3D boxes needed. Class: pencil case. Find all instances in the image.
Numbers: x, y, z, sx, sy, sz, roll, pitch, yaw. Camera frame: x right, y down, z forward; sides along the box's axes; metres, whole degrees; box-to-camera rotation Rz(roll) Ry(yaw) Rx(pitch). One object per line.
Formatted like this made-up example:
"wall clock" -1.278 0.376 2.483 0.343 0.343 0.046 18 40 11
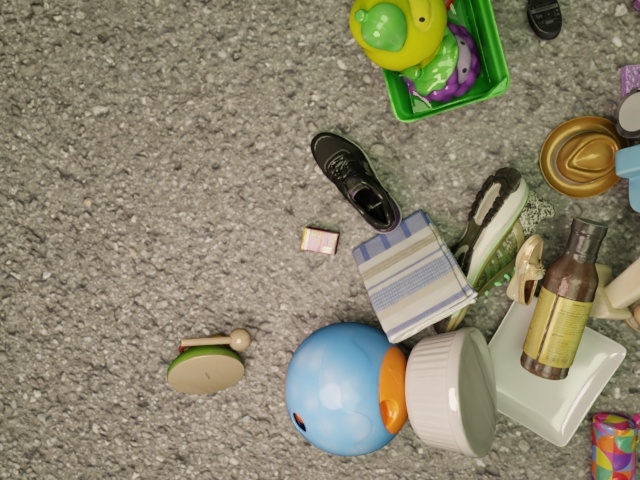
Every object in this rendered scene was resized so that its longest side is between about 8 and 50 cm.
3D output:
"pencil case" 0.675 0.512 1.409 0.104 0.104 0.237 1 98 7

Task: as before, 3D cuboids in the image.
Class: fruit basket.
"fruit basket" 0.204 -0.435 1.227 0.282 0.392 0.393 -15 94 8

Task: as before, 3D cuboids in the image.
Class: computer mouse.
"computer mouse" 0.471 -0.553 1.350 0.071 0.041 0.242 -13 88 -1

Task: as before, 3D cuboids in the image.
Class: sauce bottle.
"sauce bottle" 0.524 0.124 1.313 0.111 0.111 0.345 15 106 5

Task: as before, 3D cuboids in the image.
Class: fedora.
"fedora" 0.585 -0.182 1.351 0.194 0.079 0.195 1 96 7

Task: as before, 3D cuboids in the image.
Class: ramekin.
"ramekin" 0.280 0.322 1.323 0.127 0.272 0.273 -8 96 31

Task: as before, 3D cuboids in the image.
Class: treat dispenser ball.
"treat dispenser ball" 0.062 0.325 1.364 0.287 0.288 0.289 1 96 7

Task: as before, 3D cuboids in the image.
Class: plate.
"plate" 0.511 0.294 1.430 0.277 0.045 0.277 30 98 3

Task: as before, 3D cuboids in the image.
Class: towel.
"towel" 0.197 0.073 1.358 0.209 0.285 0.034 -31 135 10

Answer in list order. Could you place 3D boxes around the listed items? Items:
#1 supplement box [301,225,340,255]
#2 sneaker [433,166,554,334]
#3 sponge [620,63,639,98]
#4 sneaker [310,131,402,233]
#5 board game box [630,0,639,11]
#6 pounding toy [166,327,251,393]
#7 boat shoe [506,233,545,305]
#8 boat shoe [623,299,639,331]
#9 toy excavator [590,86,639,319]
"supplement box" 0.000 0.000 1.459 0.083 0.043 0.055 11 97 6
"sneaker" 0.391 0.054 1.380 0.181 0.158 0.411 23 104 -14
"sponge" 0.766 -0.330 1.338 0.209 0.031 0.117 -4 95 7
"sneaker" 0.080 -0.140 1.385 0.107 0.124 0.283 -42 83 10
"board game box" 0.855 -0.477 1.274 0.346 0.056 0.208 38 95 3
"pounding toy" -0.274 0.264 1.482 0.182 0.110 0.237 4 137 -22
"boat shoe" 0.456 0.067 1.334 0.063 0.059 0.170 -17 129 -29
"boat shoe" 0.838 0.214 1.349 0.340 0.110 0.122 18 98 5
"toy excavator" 0.701 -0.070 1.233 0.222 0.433 0.446 10 78 -27
